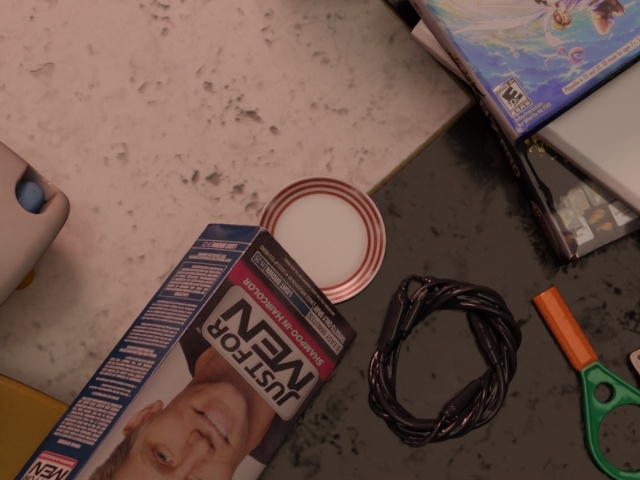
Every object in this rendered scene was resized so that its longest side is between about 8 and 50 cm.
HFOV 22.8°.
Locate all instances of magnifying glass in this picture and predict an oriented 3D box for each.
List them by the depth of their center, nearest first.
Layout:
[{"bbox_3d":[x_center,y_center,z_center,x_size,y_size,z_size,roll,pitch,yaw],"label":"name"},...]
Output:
[{"bbox_3d":[0.297,0.155,1.692,0.092,0.026,0.231,-30,86,-3],"label":"magnifying glass"}]

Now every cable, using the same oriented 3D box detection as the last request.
[{"bbox_3d":[0.131,0.133,1.688,0.150,0.047,0.184,17,81,-3],"label":"cable"}]

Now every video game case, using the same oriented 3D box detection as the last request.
[{"bbox_3d":[0.234,-0.271,1.588,0.269,0.061,0.244,-35,83,-1],"label":"video game case"}]

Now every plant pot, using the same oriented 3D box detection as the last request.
[{"bbox_3d":[-0.341,0.229,1.602,0.187,0.212,0.212,14,83,-11],"label":"plant pot"}]

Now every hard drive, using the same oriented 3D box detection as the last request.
[{"bbox_3d":[0.275,-0.194,1.628,0.307,0.040,0.203,39,87,5],"label":"hard drive"}]

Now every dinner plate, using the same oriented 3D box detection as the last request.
[{"bbox_3d":[0.000,0.000,1.712,0.141,0.017,0.141,0,83,1],"label":"dinner plate"}]

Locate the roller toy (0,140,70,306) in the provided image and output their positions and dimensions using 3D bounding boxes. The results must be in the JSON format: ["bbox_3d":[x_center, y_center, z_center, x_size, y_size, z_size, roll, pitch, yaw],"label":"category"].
[{"bbox_3d":[-0.355,0.001,1.617,0.146,0.191,0.209,40,64,-12],"label":"roller toy"}]

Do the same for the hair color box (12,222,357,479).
[{"bbox_3d":[-0.129,0.167,1.566,0.174,0.105,0.347,49,65,-29],"label":"hair color box"}]

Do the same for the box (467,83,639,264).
[{"bbox_3d":[0.363,-0.198,1.694,0.395,0.097,0.318,-25,86,-1],"label":"box"}]

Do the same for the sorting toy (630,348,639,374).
[{"bbox_3d":[0.372,0.132,1.686,0.083,0.045,0.075,-43,78,-5],"label":"sorting toy"}]
